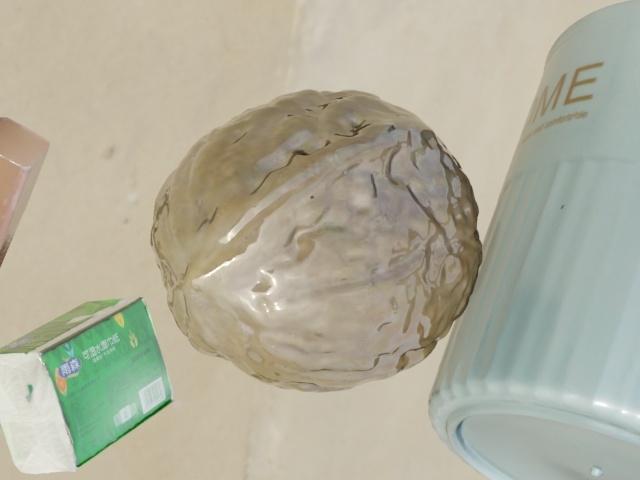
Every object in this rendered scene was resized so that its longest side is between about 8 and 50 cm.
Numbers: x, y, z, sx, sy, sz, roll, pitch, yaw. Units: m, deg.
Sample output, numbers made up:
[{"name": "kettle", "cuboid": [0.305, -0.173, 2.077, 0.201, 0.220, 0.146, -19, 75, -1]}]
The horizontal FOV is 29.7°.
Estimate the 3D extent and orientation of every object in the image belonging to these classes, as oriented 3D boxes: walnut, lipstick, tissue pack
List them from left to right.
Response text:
[{"name": "lipstick", "cuboid": [-0.250, -0.021, 0.907, 0.145, 0.045, 0.045, -58, -176, 35]}, {"name": "tissue pack", "cuboid": [-0.306, 0.171, 1.450, 0.209, 0.156, 0.148, -32, 112, -59]}, {"name": "walnut", "cuboid": [-0.002, 0.001, 0.690, 0.230, 0.178, 0.178, -19, 119, -55]}]

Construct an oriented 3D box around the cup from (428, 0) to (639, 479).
[{"name": "cup", "cuboid": [0.261, 0.031, 0.825, 0.257, 0.331, 0.311, 42, 61, -36]}]
